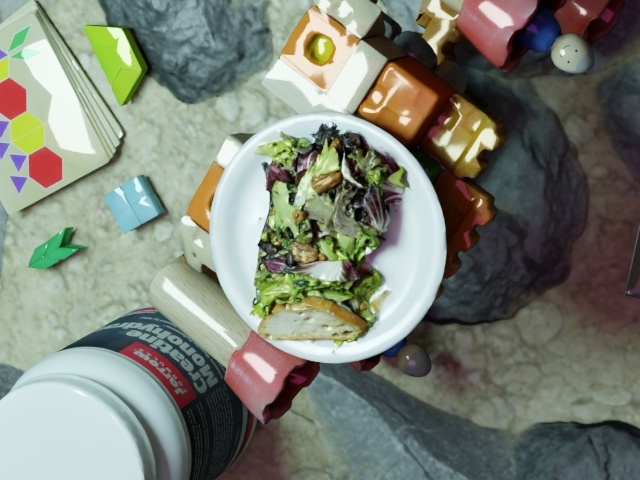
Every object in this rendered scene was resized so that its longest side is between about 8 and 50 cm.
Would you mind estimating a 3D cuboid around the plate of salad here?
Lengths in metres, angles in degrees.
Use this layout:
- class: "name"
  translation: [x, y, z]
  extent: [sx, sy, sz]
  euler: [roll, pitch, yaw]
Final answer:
- class: "plate of salad"
  translation: [0.000, 0.000, 1.358]
  extent: [0.200, 0.048, 0.200]
  euler: [4, 100, 22]

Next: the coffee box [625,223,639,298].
- class: "coffee box"
  translation: [0.363, -0.062, 1.511]
  extent: [0.141, 0.098, 0.246]
  euler: [15, 106, 16]

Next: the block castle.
- class: "block castle"
  translation: [0.079, -0.064, 1.506]
  extent: [0.213, 0.303, 0.453]
  euler: [39, 111, 14]

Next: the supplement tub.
- class: "supplement tub"
  translation: [-0.188, 0.179, 1.664]
  extent: [0.191, 0.272, 0.191]
  euler: [4, 103, 18]

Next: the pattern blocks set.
- class: "pattern blocks set"
  translation: [-0.300, -0.135, 1.768]
  extent: [0.285, 0.026, 0.325]
  euler: [-17, 95, 22]
